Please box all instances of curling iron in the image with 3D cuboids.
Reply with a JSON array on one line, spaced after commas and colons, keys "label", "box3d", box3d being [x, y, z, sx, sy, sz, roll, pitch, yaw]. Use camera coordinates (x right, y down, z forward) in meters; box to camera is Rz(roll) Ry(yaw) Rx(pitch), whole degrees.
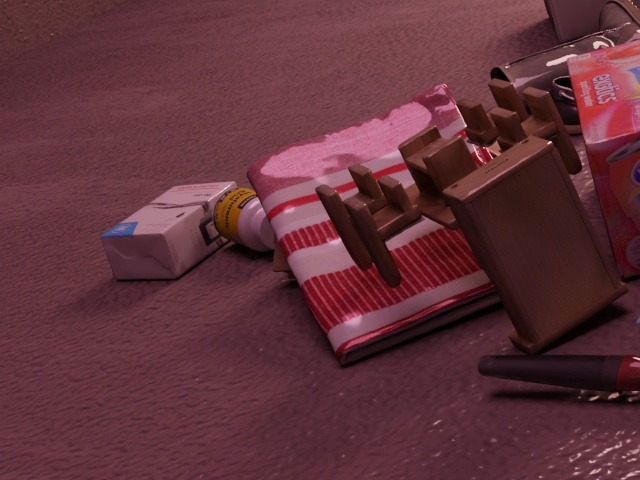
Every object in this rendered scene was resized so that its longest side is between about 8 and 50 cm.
[{"label": "curling iron", "box3d": [0.253, 0.104, 1.458, 0.274, 0.035, 0.068, -6, 19, 31]}]

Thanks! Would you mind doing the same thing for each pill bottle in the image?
[{"label": "pill bottle", "box3d": [-0.073, -0.022, 2.060, 0.065, 0.065, 0.116, -26, 21, -22]}]

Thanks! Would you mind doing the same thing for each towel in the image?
[{"label": "towel", "box3d": [0.075, -0.026, 1.810, 0.237, 0.037, 0.329, -23, 39, -3]}]

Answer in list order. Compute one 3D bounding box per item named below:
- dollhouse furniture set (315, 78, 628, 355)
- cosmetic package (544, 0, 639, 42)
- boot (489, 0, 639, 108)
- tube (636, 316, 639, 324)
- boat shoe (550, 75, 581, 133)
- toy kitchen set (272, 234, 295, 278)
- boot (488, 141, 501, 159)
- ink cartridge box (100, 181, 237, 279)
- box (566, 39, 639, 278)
[{"label": "dollhouse furniture set", "box3d": [0.153, -0.016, 1.669, 0.212, 0.161, 0.242, -32, 20, -11]}, {"label": "cosmetic package", "box3d": [0.478, -0.410, 2.496, 0.365, 0.155, 0.197, -15, 20, 4]}, {"label": "boot", "box3d": [0.317, -0.234, 2.304, 0.208, 0.076, 0.189, -26, 17, 0]}, {"label": "tube", "box3d": [0.368, 0.021, 1.569, 0.207, 0.052, 0.080, -35, 19, -27]}, {"label": "boat shoe", "box3d": [0.356, -0.167, 2.068, 0.206, 0.065, 0.075, -5, 23, 33]}, {"label": "toy kitchen set", "box3d": [0.000, 0.000, 1.938, 0.075, 0.083, 0.068, -4, -18, 35]}, {"label": "boot", "box3d": [0.108, -0.056, 1.904, 0.248, 0.090, 0.207, 15, 38, 34]}, {"label": "ink cartridge box", "box3d": [-0.161, -0.020, 2.139, 0.104, 0.060, 0.180, -3, 24, 39]}, {"label": "box", "box3d": [0.337, -0.095, 1.767, 0.154, 0.142, 0.300, -14, 19, 10]}]
